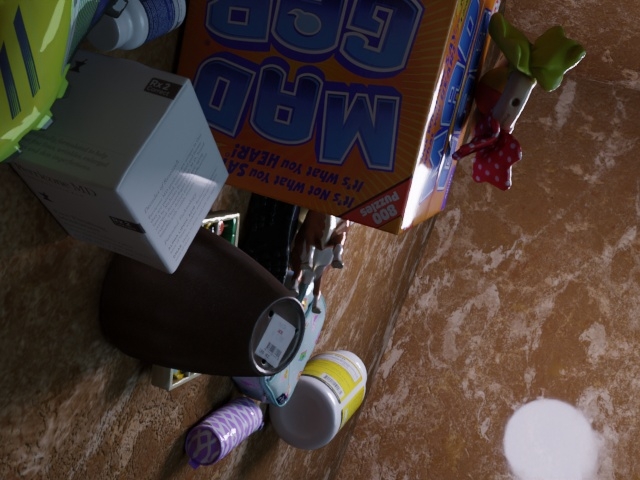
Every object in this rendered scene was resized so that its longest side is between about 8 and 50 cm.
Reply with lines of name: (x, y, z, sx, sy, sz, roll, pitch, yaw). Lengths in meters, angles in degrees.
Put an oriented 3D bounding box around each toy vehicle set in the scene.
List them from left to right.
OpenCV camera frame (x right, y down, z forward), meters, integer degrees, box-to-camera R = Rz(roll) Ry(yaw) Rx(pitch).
toy vehicle set: (-0.198, 0.090, 1.181, 0.166, 0.035, 0.267, -19, 119, -64)

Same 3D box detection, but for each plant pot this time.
plant pot: (-0.140, 0.098, 1.002, 0.215, 0.230, 0.216, -24, 122, -45)

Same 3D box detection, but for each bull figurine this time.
bull figurine: (0.000, 0.000, 1.430, 0.310, 0.101, 0.189, 104, -4, -54)

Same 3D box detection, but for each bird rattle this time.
bird rattle: (0.288, -0.211, 1.128, 0.207, 0.143, 0.254, -80, -176, -72)

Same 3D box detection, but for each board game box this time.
board game box: (0.033, -0.245, 1.093, 0.356, 0.356, 0.357, -23, 128, -70)

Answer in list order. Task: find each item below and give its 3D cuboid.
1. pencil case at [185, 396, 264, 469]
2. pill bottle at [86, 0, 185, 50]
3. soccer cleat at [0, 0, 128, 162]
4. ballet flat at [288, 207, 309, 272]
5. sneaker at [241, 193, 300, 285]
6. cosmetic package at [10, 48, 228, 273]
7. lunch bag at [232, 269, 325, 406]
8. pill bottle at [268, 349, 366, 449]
pencil case: (-0.193, 0.382, 1.481, 0.088, 0.086, 0.206, -52, 167, 16)
pill bottle: (-0.209, -0.253, 0.823, 0.120, 0.067, 0.067, -51, 153, -51)
soccer cleat: (-0.277, -0.195, 0.682, 0.121, 0.093, 0.289, 39, 71, -39)
ballet flat: (-0.045, 0.022, 1.614, 0.073, 0.080, 0.232, -40, 136, -44)
sneaker: (-0.091, 0.015, 1.406, 0.124, 0.107, 0.284, 22, 85, -79)
cosmetic package: (-0.217, -0.085, 0.819, 0.184, 0.151, 0.152, 74, 37, -60)
lunch bag: (-0.087, 0.214, 1.593, 0.224, 0.107, 0.279, 78, 33, -58)
pill bottle: (0.009, 0.406, 1.947, 0.334, 0.187, 0.188, -22, 127, -68)
